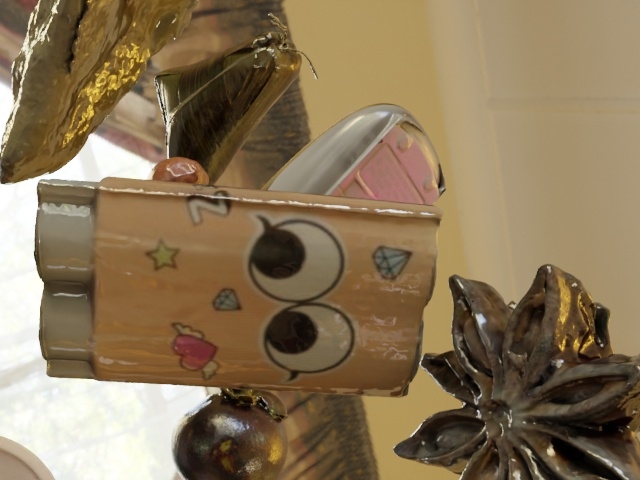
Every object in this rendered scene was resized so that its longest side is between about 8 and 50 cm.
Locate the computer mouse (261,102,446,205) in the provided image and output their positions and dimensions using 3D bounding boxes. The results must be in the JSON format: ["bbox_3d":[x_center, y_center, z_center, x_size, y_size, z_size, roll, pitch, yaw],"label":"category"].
[{"bbox_3d":[0.000,0.000,0.824,0.072,0.310,0.158,29,-17,48],"label":"computer mouse"}]

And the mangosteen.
[{"bbox_3d":[-0.173,0.359,1.620,0.231,0.231,0.289,-2,-100,56],"label":"mangosteen"}]

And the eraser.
[{"bbox_3d":[-0.064,0.035,0.639,0.087,0.290,0.171,-96,-168,-65],"label":"eraser"}]

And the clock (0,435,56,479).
[{"bbox_3d":[-0.350,0.286,0.798,0.197,0.197,0.068,65,-25,3],"label":"clock"}]

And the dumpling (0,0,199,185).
[{"bbox_3d":[-0.167,-0.201,0.637,0.086,0.166,0.332,36,-64,7],"label":"dumpling"}]

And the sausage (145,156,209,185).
[{"bbox_3d":[-0.189,-0.039,1.003,0.077,0.077,0.194,59,-32,12],"label":"sausage"}]

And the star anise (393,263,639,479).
[{"bbox_3d":[0.166,0.133,0.624,0.223,0.109,0.236,-62,-140,32],"label":"star anise"}]

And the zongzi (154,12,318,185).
[{"bbox_3d":[-0.116,-0.152,1.139,0.247,0.111,0.241,-14,-102,36],"label":"zongzi"}]
